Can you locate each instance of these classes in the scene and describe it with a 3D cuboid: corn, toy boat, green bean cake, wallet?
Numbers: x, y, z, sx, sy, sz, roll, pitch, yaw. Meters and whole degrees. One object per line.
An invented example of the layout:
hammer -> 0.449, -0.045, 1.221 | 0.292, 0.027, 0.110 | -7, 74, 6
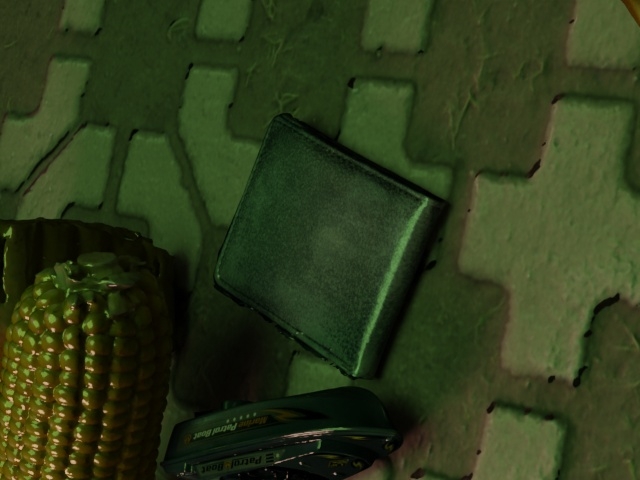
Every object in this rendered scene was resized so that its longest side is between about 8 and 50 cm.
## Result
corn -> -0.206, 0.191, 1.615 | 0.144, 0.144, 0.387 | 34, 121, 47
toy boat -> -0.025, 0.169, 1.548 | 0.246, 0.093, 0.103 | -17, 60, 45
green bean cake -> -0.270, 0.065, 1.754 | 0.230, 0.224, 0.131 | -18, 70, 47
wallet -> 0.002, 0.000, 1.610 | 0.222, 0.036, 0.167 | 30, 102, 46

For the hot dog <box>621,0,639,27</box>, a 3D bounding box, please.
hot dog -> 0.236, -0.232, 1.383 | 0.109, 0.072, 0.269 | -47, 51, 27
